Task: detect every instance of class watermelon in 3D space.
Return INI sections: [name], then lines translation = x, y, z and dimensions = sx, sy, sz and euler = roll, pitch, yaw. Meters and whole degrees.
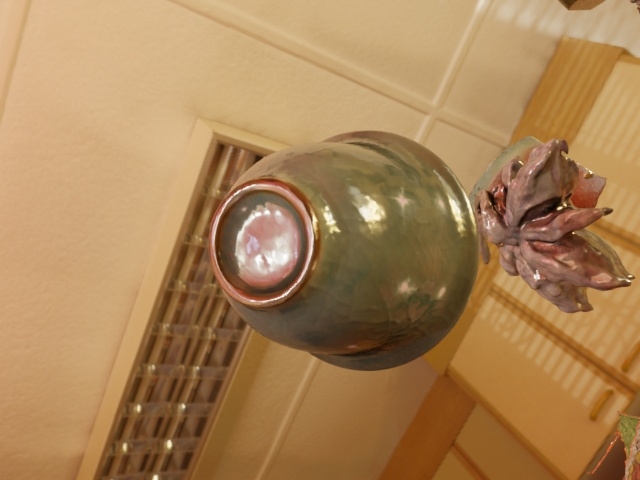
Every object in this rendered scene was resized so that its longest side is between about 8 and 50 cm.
[watermelon]
translation = 0.440, -0.083, 1.138
dimensions = 0.262, 0.201, 0.213
euler = 13, -69, -44

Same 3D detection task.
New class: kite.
[kite]
translation = 0.309, 0.265, 0.579
dimensions = 0.198, 0.006, 0.244
euler = -55, -16, -55

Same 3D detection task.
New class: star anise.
[star anise]
translation = 0.324, -0.002, 0.852
dimensions = 0.139, 0.316, 0.359
euler = -23, -47, -6

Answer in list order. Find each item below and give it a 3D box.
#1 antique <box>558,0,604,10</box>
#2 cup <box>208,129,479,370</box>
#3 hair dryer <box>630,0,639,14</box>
[antique]
translation = 0.588, -0.572, 1.229
dimensions = 0.221, 0.080, 0.081
euler = -24, -92, -42
[cup]
translation = -0.002, 0.004, 0.393
dimensions = 0.199, 0.199, 0.150
euler = -61, -25, 12
[hair dryer]
translation = 0.593, -0.588, 1.119
dimensions = 0.301, 0.361, 0.121
euler = -22, -34, 30
